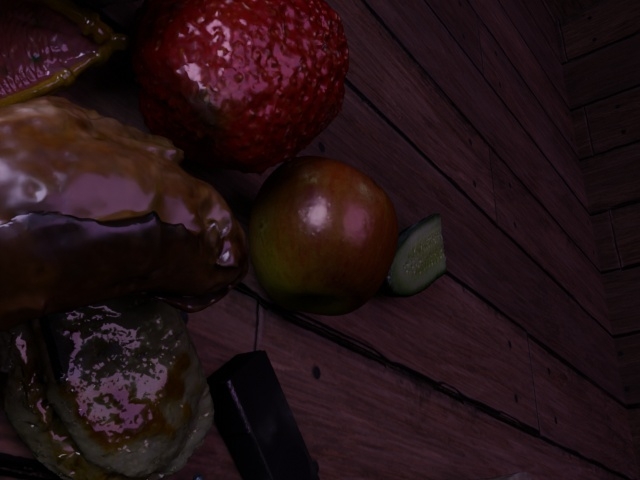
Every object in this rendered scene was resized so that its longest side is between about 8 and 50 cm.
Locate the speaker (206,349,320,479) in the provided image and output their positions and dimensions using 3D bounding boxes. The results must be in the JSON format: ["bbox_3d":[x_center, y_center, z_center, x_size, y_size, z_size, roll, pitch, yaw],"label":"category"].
[{"bbox_3d":[-0.059,0.241,0.789,0.082,0.044,0.218,-33,103,-57],"label":"speaker"}]

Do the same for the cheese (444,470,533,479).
[{"bbox_3d":[0.265,0.522,1.039,0.332,0.153,0.293,-15,87,-57],"label":"cheese"}]

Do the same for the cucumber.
[{"bbox_3d":[0.146,0.032,1.185,0.243,0.063,0.115,-24,103,-58],"label":"cucumber"}]

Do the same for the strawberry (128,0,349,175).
[{"bbox_3d":[-0.094,-0.184,0.759,0.257,0.257,0.277,55,24,-24],"label":"strawberry"}]

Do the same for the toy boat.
[{"bbox_3d":[-0.284,-0.153,0.574,0.318,0.099,0.141,-55,155,-60],"label":"toy boat"}]

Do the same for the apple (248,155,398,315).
[{"bbox_3d":[0.000,0.000,0.865,0.196,0.195,0.196,31,50,-46],"label":"apple"}]

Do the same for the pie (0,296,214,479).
[{"bbox_3d":[-0.186,0.103,0.624,0.201,0.090,0.248,-24,91,-53],"label":"pie"}]

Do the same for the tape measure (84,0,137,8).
[{"bbox_3d":[-0.242,-0.311,0.614,0.265,0.258,0.130,32,92,-31],"label":"tape measure"}]

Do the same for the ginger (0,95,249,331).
[{"bbox_3d":[-0.199,-0.013,0.505,0.321,0.173,0.165,-3,30,-24],"label":"ginger"}]

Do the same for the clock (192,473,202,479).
[{"bbox_3d":[-0.097,0.340,0.666,0.159,0.065,0.211,-36,105,-57],"label":"clock"}]
